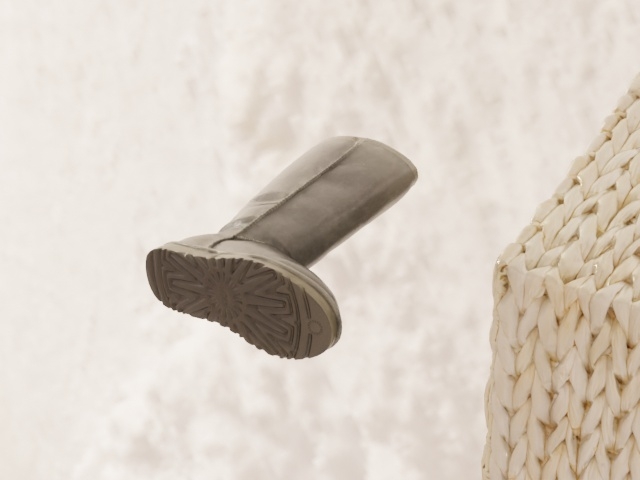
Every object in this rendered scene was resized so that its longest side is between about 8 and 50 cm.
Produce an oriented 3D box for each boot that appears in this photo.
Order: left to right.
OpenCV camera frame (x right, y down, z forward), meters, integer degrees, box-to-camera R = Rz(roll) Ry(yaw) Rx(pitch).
[{"bbox_3d":[0.001,-0.002,1.308,0.189,0.208,0.076,23,125,38],"label":"boot"}]

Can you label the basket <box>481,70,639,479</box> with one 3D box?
[{"bbox_3d":[0.296,0.089,1.329,0.266,0.328,0.331,19,132,23],"label":"basket"}]
